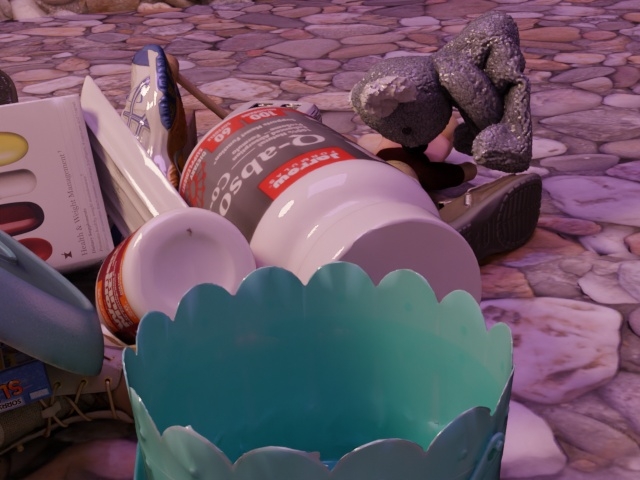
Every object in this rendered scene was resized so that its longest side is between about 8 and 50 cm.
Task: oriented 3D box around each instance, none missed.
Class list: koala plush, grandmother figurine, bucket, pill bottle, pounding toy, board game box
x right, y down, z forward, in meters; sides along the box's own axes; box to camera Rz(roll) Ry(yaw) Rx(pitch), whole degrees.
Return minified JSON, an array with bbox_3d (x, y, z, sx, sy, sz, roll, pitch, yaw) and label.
[{"bbox_3d":[0.148,-0.191,1.396,0.221,0.203,0.196,-4,12,-1],"label":"koala plush"},{"bbox_3d":[0.110,-0.104,1.490,0.208,0.104,0.342,-7,18,13],"label":"grandmother figurine"},{"bbox_3d":[0.000,0.150,0.760,0.281,0.183,0.281,-3,22,1],"label":"bucket"},{"bbox_3d":[-0.148,0.045,1.027,0.121,0.121,0.221,-13,-4,-23],"label":"pill bottle"},{"bbox_3d":[-0.213,-0.147,1.488,0.181,0.206,0.094,-2,22,1],"label":"pounding toy"},{"bbox_3d":[0.000,0.000,1.092,0.210,0.210,0.363,-12,23,-21],"label":"pill bottle"},{"bbox_3d":[-0.312,0.106,0.930,0.136,0.035,0.201,-17,19,-15],"label":"board game box"}]

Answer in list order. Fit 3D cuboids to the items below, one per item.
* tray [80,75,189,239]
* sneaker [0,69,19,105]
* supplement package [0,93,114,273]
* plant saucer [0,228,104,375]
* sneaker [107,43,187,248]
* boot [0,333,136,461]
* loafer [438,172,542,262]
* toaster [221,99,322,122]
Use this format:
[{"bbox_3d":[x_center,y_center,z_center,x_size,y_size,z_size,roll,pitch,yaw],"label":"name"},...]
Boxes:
[{"bbox_3d":[-0.219,-0.054,1.217,0.030,0.145,0.270,-19,52,-29],"label":"tray"},{"bbox_3d":[-0.433,-0.104,1.444,0.124,0.178,0.295,-21,58,-39],"label":"sneaker"},{"bbox_3d":[-0.365,-0.045,1.220,0.203,0.194,0.149,-14,-1,-24],"label":"supplement package"},{"bbox_3d":[-0.299,0.002,0.868,0.317,0.043,0.317,34,-3,2],"label":"plant saucer"},{"bbox_3d":[-0.241,-0.118,1.370,0.131,0.112,0.296,-9,66,7],"label":"sneaker"},{"bbox_3d":[-0.224,0.145,0.944,0.213,0.077,0.165,11,25,43],"label":"boot"},{"bbox_3d":[0.181,-0.028,1.291,0.087,0.094,0.251,21,32,38],"label":"loafer"},{"bbox_3d":[-0.069,-0.099,1.431,0.129,0.146,0.227,4,23,18],"label":"toaster"}]
